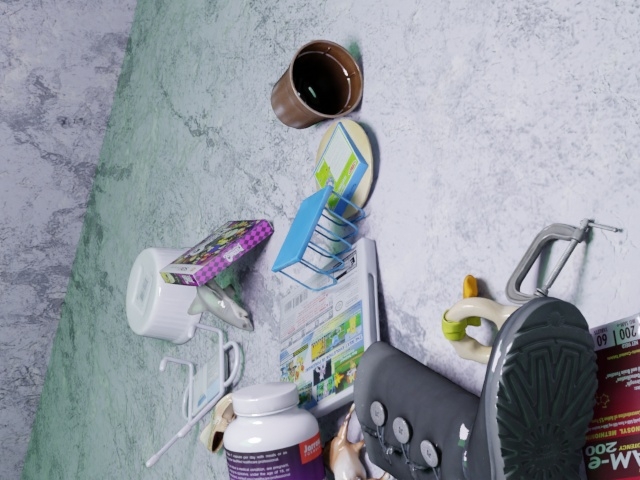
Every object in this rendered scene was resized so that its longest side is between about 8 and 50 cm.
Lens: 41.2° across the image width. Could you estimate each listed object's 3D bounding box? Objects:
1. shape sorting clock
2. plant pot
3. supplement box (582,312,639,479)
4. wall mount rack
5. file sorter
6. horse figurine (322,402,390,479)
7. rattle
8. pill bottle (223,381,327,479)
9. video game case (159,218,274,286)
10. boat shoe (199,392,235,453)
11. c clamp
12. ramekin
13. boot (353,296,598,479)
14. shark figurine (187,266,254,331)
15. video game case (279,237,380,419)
[{"bbox_3d":[0.048,-0.146,1.750,0.206,0.040,0.206,-11,78,60],"label":"shape sorting clock"},{"bbox_3d":[-0.020,-0.317,1.807,0.165,0.167,0.166,158,117,-62],"label":"plant pot"},{"bbox_3d":[0.392,0.223,1.065,0.130,0.073,0.239,-32,57,51],"label":"supplement box"},{"bbox_3d":[-0.323,0.386,2.096,0.350,0.131,0.304,-47,36,45],"label":"wall mount rack"},{"bbox_3d":[0.000,0.000,1.671,0.118,0.104,0.170,-25,37,59],"label":"file sorter"},{"bbox_3d":[0.071,0.413,1.540,0.174,0.066,0.263,-57,35,21],"label":"horse figurine"},{"bbox_3d":[0.296,0.113,1.293,0.200,0.143,0.130,-16,100,40],"label":"rattle"},{"bbox_3d":[-0.080,0.437,1.595,0.181,0.182,0.322,-2,98,58],"label":"pill bottle"},{"bbox_3d":[-0.252,0.027,2.041,0.210,0.232,0.041,1,124,58],"label":"video game case"},{"bbox_3d":[-0.230,0.438,2.031,0.059,0.063,0.170,47,121,35],"label":"boat shoe"},{"bbox_3d":[0.332,0.030,1.220,0.160,0.022,0.137,-55,25,-1],"label":"c clamp"},{"bbox_3d":[-0.437,0.147,2.364,0.277,0.135,0.277,-21,65,54],"label":"ramekin"},{"bbox_3d":[0.196,0.224,1.241,0.445,0.146,0.366,-158,70,-68],"label":"boot"},{"bbox_3d":[-0.284,0.127,2.073,0.116,0.166,0.278,-48,42,9],"label":"shark figurine"},{"bbox_3d":[0.012,0.194,1.692,0.329,0.036,0.299,-39,43,47],"label":"video game case"}]
